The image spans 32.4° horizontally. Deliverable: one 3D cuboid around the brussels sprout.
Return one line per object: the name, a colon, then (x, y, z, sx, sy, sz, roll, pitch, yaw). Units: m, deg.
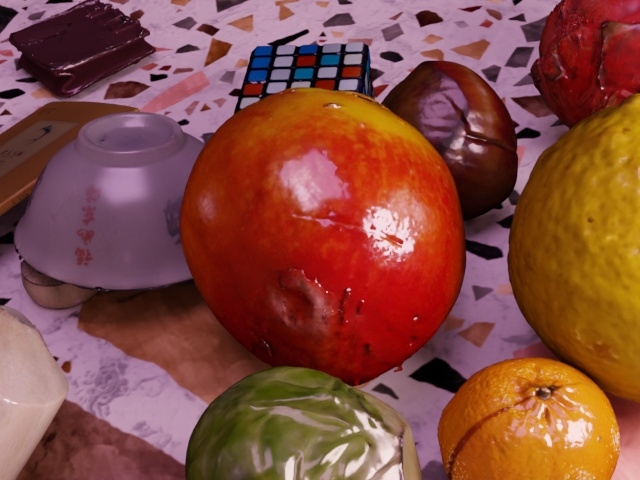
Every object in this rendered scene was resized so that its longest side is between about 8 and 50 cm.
brussels sprout: (-0.019, 0.242, 1.149, 0.244, 0.244, 0.244, -5, 41, 5)

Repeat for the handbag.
handbag: (-0.434, -0.355, 2.011, 0.216, 0.074, 0.203, -32, 46, -27)

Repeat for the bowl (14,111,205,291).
bowl: (-0.261, -0.083, 1.547, 0.345, 0.157, 0.345, 1, 30, -1)

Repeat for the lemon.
lemon: (0.393, 0.018, 1.228, 0.349, 0.350, 0.387, -32, 48, -24)

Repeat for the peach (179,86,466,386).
peach: (0.000, 0.000, 1.336, 0.370, 0.370, 0.370, -5, 41, 5)

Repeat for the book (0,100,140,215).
book: (-0.493, -0.110, 1.719, 0.269, 0.032, 0.389, 11, 42, 45)

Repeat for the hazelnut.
hazelnut: (0.182, -0.131, 1.557, 0.229, 0.229, 0.229, -5, 41, 5)

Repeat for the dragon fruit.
dragon fruit: (0.454, -0.249, 1.569, 0.295, 0.296, 0.301, -24, 29, -16)

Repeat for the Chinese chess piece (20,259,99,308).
Chinese chess piece: (-0.361, 0.042, 1.559, 0.122, 0.051, 0.122, -7, 41, 6)

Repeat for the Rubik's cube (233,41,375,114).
Rubik's cube: (-0.015, -0.171, 1.634, 0.182, 0.187, 0.184, 0, 43, 10)

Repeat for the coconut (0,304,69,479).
coconut: (-0.409, 0.173, 1.274, 0.241, 0.241, 0.241, -5, 41, 5)

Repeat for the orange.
orange: (0.221, 0.210, 1.174, 0.193, 0.161, 0.193, -8, 37, 6)
